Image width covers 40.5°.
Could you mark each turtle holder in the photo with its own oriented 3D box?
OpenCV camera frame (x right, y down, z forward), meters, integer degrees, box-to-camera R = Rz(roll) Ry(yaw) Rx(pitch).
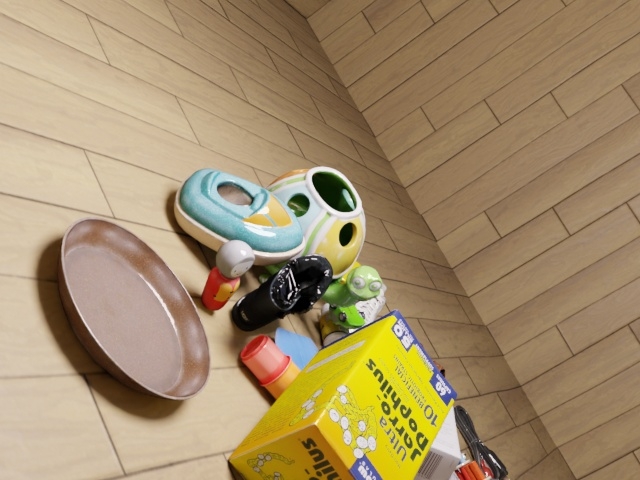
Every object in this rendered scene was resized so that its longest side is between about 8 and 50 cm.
[{"bbox_3d":[-0.017,-0.008,1.833,0.243,0.227,0.320,14,46,-28],"label":"turtle holder"}]

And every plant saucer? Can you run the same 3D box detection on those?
[{"bbox_3d":[-0.280,0.106,1.282,0.310,0.050,0.311,51,17,-22],"label":"plant saucer"}]

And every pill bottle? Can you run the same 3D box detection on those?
[{"bbox_3d":[0.031,0.197,1.970,0.065,0.065,0.116,45,20,-34],"label":"pill bottle"}]

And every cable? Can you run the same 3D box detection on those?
[{"bbox_3d":[0.435,0.597,2.435,0.139,0.072,0.287,3,41,-49],"label":"cable"}]

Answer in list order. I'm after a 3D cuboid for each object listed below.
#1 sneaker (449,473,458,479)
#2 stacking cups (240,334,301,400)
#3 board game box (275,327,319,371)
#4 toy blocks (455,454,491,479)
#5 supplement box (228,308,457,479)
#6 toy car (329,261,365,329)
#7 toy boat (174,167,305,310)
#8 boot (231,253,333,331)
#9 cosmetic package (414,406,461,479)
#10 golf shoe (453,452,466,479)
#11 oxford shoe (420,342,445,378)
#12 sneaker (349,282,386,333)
[{"bbox_3d":[0.291,0.618,1.807,0.180,0.124,0.321,55,16,0],"label":"sneaker"},{"bbox_3d":[-0.028,0.308,1.581,0.316,0.096,0.096,47,18,-15],"label":"stacking cups"},{"bbox_3d":[-0.046,0.248,1.716,0.168,0.033,0.133,26,39,-51],"label":"board game box"},{"bbox_3d":[0.333,0.520,1.917,0.148,0.054,0.123,60,-16,15],"label":"toy blocks"},{"bbox_3d":[0.050,0.303,1.423,0.194,0.195,0.356,54,35,-6],"label":"supplement box"},{"bbox_3d":[0.024,0.124,1.955,0.239,0.053,0.225,0,42,-36],"label":"toy car"},{"bbox_3d":[-0.151,-0.015,1.618,0.267,0.148,0.318,23,37,-11],"label":"toy boat"},{"bbox_3d":[-0.030,0.078,1.598,0.246,0.207,0.094,-29,89,-34],"label":"boot"},{"bbox_3d":[0.175,0.409,1.737,0.151,0.151,0.184,23,22,-6],"label":"cosmetic package"},{"bbox_3d":[0.365,0.601,2.124,0.176,0.086,0.069,55,14,-9],"label":"golf shoe"},{"bbox_3d":[0.312,0.363,2.442,0.076,0.076,0.212,38,23,-44],"label":"oxford shoe"},{"bbox_3d":[0.098,0.166,2.132,0.110,0.118,0.292,55,18,-12],"label":"sneaker"}]
